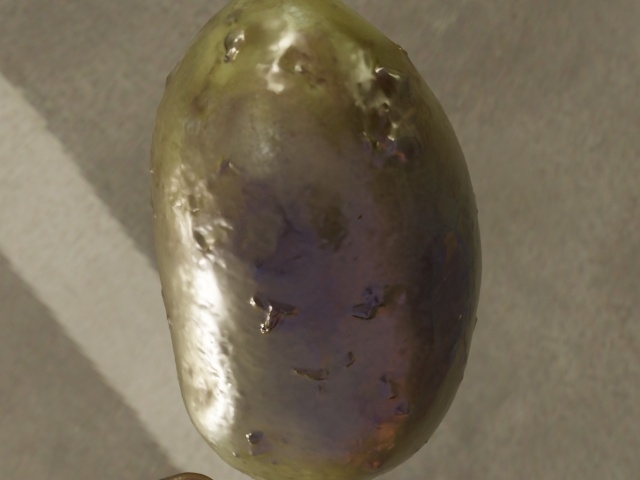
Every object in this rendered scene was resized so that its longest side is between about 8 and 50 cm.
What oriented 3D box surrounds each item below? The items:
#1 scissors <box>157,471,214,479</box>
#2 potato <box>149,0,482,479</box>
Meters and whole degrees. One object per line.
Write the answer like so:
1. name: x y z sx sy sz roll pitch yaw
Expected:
1. scissors: -0.082 0.206 0.764 0.088 0.017 0.220 33 77 -24
2. potato: 0.000 0.000 1.029 0.173 0.210 0.307 18 138 28
